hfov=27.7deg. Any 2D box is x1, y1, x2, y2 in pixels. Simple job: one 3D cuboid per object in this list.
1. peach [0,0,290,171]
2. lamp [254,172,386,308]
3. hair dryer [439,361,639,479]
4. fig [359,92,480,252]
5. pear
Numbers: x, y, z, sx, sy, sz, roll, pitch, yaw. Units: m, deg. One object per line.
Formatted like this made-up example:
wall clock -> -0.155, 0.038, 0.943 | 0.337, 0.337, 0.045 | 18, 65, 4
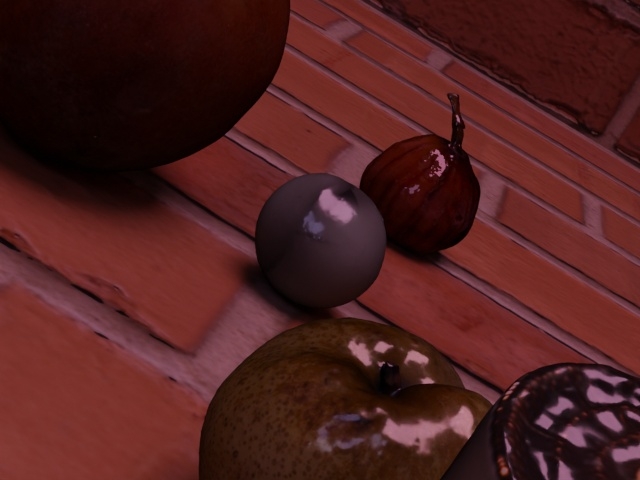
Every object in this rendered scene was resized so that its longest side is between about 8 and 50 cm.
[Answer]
peach -> -0.151, -0.167, 1.005 | 0.252, 0.252, 0.252 | 28, 18, -10
lamp -> 0.000, 0.000, 1.009 | 0.105, 0.105, 0.105 | 28, 18, -10
hair dryer -> 0.040, 0.213, 0.425 | 0.128, 0.203, 0.362 | 31, 36, 5
fig -> 0.110, -0.057, 1.315 | 0.128, 0.150, 0.128 | 35, -18, 14
pear -> 0.017, 0.115, 0.669 | 0.167, 0.137, 0.167 | 10, 27, -5
